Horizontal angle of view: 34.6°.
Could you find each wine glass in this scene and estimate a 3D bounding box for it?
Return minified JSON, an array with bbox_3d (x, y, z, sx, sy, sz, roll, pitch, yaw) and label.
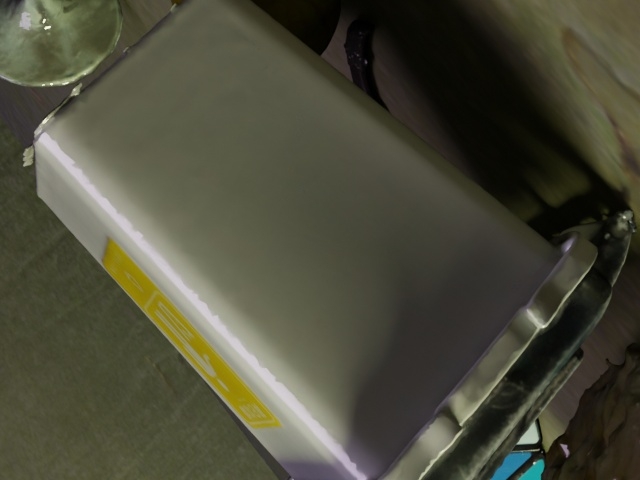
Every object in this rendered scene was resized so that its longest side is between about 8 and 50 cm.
[{"bbox_3d":[-0.334,-0.332,1.144,0.267,0.267,0.406,52,165,6],"label":"wine glass"}]

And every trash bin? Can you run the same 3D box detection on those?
[{"bbox_3d":[0.000,0.000,0.746,0.368,0.296,0.256,44,164,-2],"label":"trash bin"}]

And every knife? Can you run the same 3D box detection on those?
[{"bbox_3d":[0.046,-0.113,0.942,0.046,0.021,0.222,36,153,37],"label":"knife"}]

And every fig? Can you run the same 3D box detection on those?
[{"bbox_3d":[-0.067,-0.210,0.859,0.142,0.147,0.186,30,162,-34],"label":"fig"}]

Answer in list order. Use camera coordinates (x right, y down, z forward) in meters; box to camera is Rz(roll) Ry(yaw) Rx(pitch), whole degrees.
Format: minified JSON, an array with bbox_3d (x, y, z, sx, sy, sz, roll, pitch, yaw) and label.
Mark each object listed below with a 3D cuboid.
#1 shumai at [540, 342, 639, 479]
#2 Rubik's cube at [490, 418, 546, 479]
[{"bbox_3d":[0.214,0.264,0.789,0.217,0.283,0.346,44,161,23],"label":"shumai"},{"bbox_3d":[0.131,0.311,1.143,0.250,0.234,0.284,58,160,-13],"label":"Rubik's cube"}]
